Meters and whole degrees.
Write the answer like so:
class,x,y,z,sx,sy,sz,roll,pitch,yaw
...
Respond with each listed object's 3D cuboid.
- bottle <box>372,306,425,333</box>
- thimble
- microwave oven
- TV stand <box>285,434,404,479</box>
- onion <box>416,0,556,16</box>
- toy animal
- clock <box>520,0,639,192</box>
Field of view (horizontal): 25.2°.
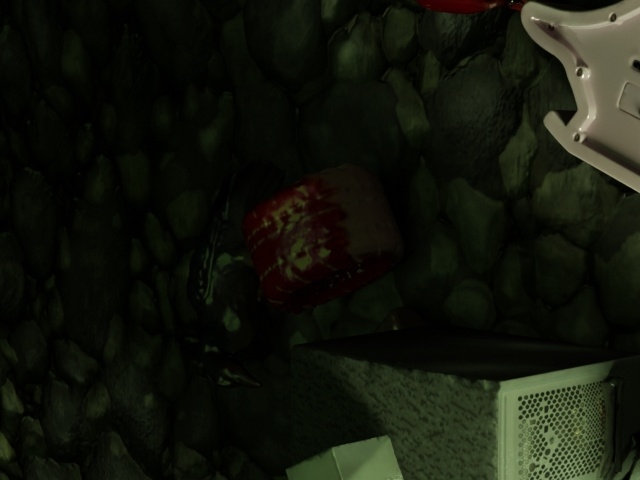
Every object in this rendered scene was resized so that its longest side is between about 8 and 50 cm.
class,x,y,z,sx,sy,sz,roll,pitch,yaw
bottle,0.075,0.140,1.738,0.140,0.053,0.053,-55,54,36
thimble,0.002,-0.003,1.724,0.189,0.163,0.125,-34,70,36
microwave oven,0.160,0.327,1.519,0.374,0.236,0.432,4,97,48
TV stand,0.057,0.333,1.397,0.088,0.083,0.269,-33,70,48
onion,0.179,-0.308,1.534,0.198,0.135,0.173,44,115,-11
toy animal,-0.099,0.045,1.881,0.185,0.122,0.298,-10,85,50
clock,0.327,-0.194,1.390,0.290,0.080,0.275,32,117,42
